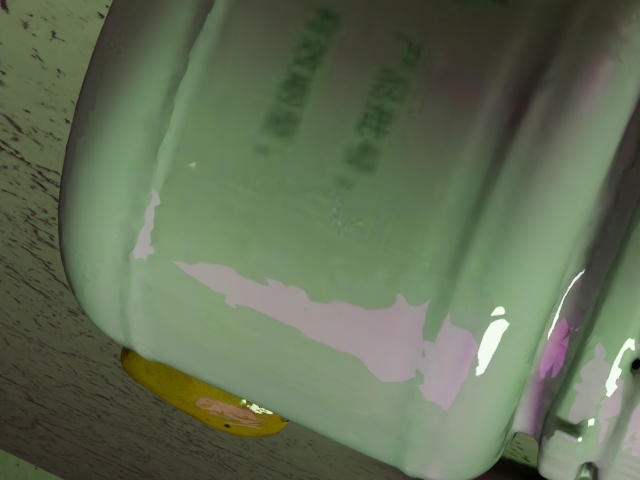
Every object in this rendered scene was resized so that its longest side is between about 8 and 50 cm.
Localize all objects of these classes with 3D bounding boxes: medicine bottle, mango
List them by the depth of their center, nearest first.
[{"bbox_3d":[0.084,-0.021,0.798,0.324,0.256,0.256,22,163,10],"label":"medicine bottle"},{"bbox_3d":[-0.109,0.132,1.818,0.190,0.075,0.098,23,158,22],"label":"mango"}]
